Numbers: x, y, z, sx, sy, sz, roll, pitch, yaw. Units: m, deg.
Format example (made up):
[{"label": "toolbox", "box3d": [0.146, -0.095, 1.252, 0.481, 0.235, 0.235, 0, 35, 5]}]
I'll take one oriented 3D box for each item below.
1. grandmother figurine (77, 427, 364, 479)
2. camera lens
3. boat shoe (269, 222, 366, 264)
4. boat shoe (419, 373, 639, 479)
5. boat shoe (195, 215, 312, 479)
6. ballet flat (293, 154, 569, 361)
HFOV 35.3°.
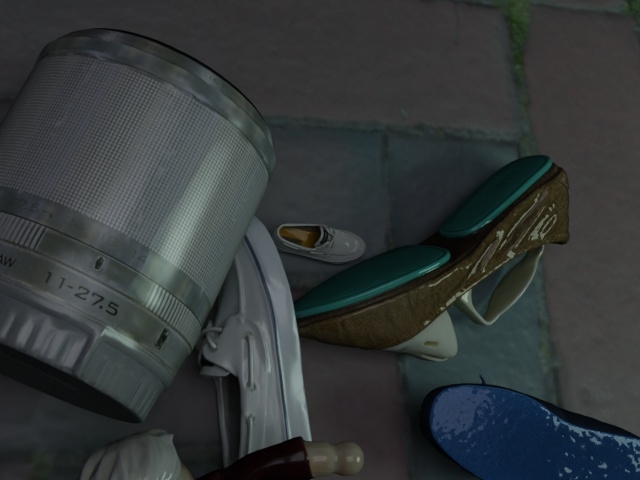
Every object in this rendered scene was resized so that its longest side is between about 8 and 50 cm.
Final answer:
[{"label": "grandmother figurine", "box3d": [-0.037, 0.237, 0.828, 0.342, 0.104, 0.208, 22, 110, -24]}, {"label": "camera lens", "box3d": [-0.177, -0.016, 0.826, 0.219, 0.219, 0.274, 27, 70, -11]}, {"label": "boat shoe", "box3d": [0.000, 0.000, 0.981, 0.100, 0.035, 0.035, 11, 74, -16]}, {"label": "boat shoe", "box3d": [0.203, 0.204, 0.978, 0.258, 0.089, 0.109, 24, 84, -17]}, {"label": "boat shoe", "box3d": [-0.069, 0.104, 0.901, 0.084, 0.095, 0.258, -7, 79, -24]}, {"label": "ballet flat", "box3d": [0.126, 0.040, 0.990, 0.342, 0.116, 0.124, -32, 108, -26]}]
